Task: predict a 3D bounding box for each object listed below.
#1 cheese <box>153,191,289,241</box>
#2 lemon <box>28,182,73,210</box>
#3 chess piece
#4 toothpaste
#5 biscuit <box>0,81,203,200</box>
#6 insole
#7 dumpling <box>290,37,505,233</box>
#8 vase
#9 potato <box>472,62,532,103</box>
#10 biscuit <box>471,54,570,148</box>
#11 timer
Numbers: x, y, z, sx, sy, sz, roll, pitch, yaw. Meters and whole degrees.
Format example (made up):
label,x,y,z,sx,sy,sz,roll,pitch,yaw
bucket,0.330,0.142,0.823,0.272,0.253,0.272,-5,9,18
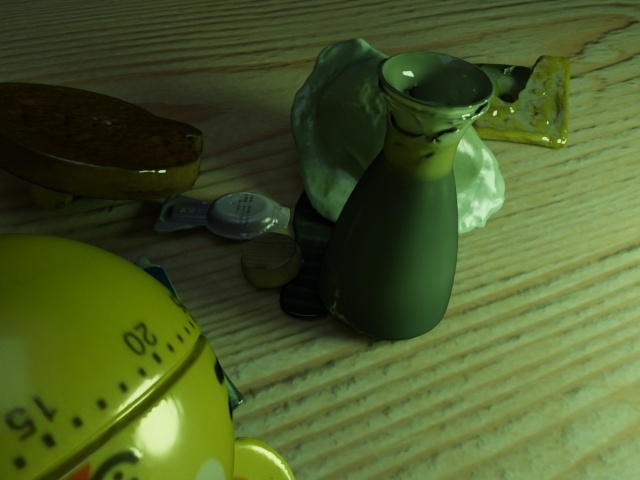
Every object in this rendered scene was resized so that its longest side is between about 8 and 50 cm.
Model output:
label,x,y,z,sx,sy,sz,roll,pitch,yaw
cheese,-0.140,-0.038,0.967,0.190,0.042,0.105,5,40,3
lemon,-0.396,-0.074,0.977,0.062,0.062,0.083,-21,50,-26
chess piece,-0.066,0.026,0.892,0.083,0.038,0.084,-5,40,4
toothpaste,-0.177,0.111,0.794,0.069,0.047,0.268,-8,44,-32
biscuit,-0.346,-0.151,1.021,0.350,0.070,0.394,-1,27,-35
insole,0.000,0.000,0.956,0.110,0.012,0.309,10,41,6
dumpling,0.106,-0.167,1.004,0.270,0.212,0.320,-13,37,-25
vase,0.101,-0.046,0.771,0.173,0.321,0.173,6,42,-5
potato,0.328,-0.298,1.268,0.188,0.085,0.105,12,43,17
biscuit,0.356,-0.252,1.191,0.183,0.039,0.174,3,79,3
timer,-0.208,0.197,0.505,0.376,0.376,0.387,-33,95,-34
